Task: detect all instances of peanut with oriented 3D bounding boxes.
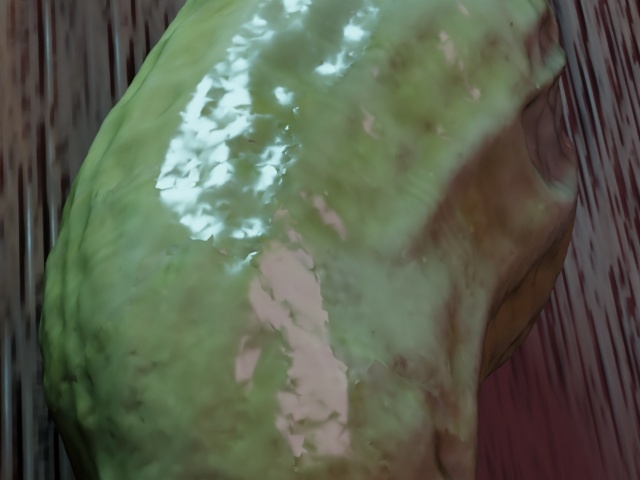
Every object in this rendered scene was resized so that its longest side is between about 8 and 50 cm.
[{"bbox_3d":[-0.004,-0.004,0.649,0.174,0.158,0.340,61,39,-30],"label":"peanut"}]
